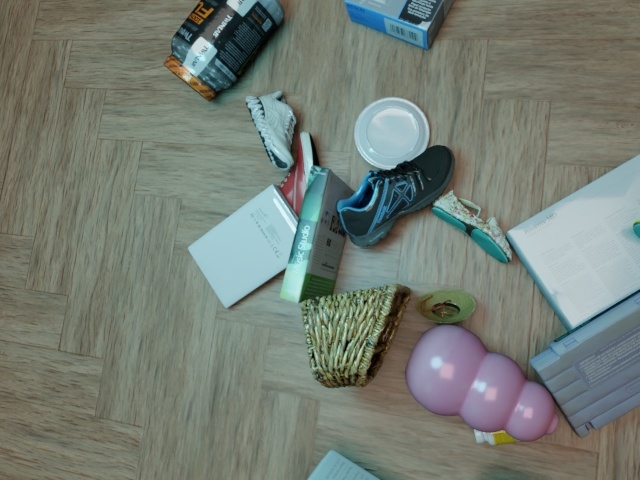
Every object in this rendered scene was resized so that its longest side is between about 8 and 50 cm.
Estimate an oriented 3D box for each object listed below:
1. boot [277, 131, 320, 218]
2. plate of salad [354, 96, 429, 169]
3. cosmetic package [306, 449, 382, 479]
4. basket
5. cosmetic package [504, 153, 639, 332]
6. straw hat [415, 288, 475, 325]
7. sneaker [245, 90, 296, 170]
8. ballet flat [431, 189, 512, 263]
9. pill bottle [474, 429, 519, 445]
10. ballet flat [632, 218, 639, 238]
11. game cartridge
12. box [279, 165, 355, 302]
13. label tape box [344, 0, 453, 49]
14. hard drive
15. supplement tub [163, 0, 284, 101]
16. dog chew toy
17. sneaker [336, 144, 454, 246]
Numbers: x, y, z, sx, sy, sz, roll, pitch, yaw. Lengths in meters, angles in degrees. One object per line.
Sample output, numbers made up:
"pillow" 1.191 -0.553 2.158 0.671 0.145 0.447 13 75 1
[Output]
"boot" -0.090 -0.172 1.452 0.176 0.088 0.245 -5 84 16
"plate of salad" 0.190 -0.284 1.413 0.199 0.048 0.200 0 84 4
"cosmetic package" 0.076 0.740 1.118 0.393 0.327 0.330 26 103 17
"basket" 0.110 0.224 1.227 0.222 0.299 0.214 -12 79 13
"cosmetic package" 0.670 0.006 1.217 0.377 0.097 0.285 -31 78 8
"straw hat" 0.309 0.182 1.302 0.144 0.144 0.061 -4 119 14
"sneaker" -0.116 -0.310 1.437 0.118 0.110 0.292 -20 54 -3
"ballet flat" 0.386 -0.043 1.308 0.241 0.091 0.077 39 79 15
"pill bottle" 0.420 0.442 1.236 0.116 0.065 0.065 -14 79 12
"ballet flat" 0.777 0.004 1.113 0.230 0.077 0.077 33 70 13
"game cartridge" 0.661 0.253 1.152 0.355 0.068 0.230 -34 102 8
"box" 0.000 0.000 1.325 0.058 0.232 0.322 10 84 21
"label tape box" 0.256 -0.730 1.426 0.249 0.115 0.348 27 91 17
"hard drive" -0.189 0.018 1.433 0.307 0.040 0.203 -34 86 16
"supplement tub" -0.276 -0.577 1.495 0.207 0.207 0.338 39 92 17
"dog chew toy" 0.362 0.329 1.187 0.331 0.206 0.207 24 89 22
"sneaker" 0.191 -0.131 1.316 0.341 0.140 0.125 -42 38 -4
